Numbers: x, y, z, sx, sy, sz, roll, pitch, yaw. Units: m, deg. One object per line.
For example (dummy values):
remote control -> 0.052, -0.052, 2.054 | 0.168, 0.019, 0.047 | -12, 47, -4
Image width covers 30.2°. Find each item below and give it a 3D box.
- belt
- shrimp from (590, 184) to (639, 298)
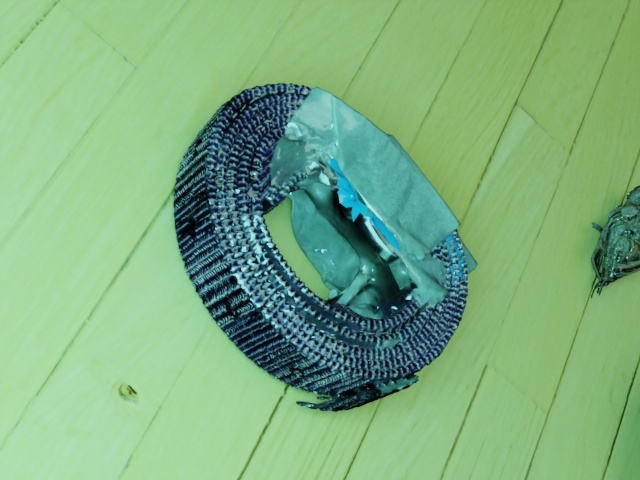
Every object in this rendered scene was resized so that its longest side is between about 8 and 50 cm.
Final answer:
belt -> 0.000, 0.000, 1.169 | 0.260, 0.122, 0.325 | -39, 93, -33
shrimp -> 0.378, 0.003, 1.475 | 0.190, 0.075, 0.073 | -49, 135, -28
